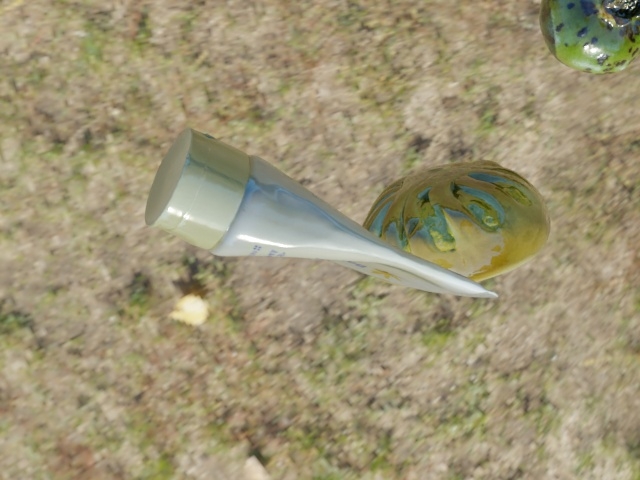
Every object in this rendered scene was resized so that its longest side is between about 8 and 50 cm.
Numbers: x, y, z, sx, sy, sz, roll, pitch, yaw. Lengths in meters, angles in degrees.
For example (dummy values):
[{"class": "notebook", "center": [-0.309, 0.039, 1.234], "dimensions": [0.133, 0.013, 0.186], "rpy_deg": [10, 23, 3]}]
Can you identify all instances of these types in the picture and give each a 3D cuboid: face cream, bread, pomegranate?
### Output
[{"class": "face cream", "center": [0.000, 0.000, 0.942], "dimensions": [0.224, 0.114, 0.070], "rpy_deg": [23, 84, -20]}, {"class": "bread", "center": [0.130, -0.022, 1.430], "dimensions": [0.213, 0.213, 0.105], "rpy_deg": [-7, 108, 28]}, {"class": "pomegranate", "center": [0.289, -0.232, 1.446], "dimensions": [0.122, 0.161, 0.122], "rpy_deg": [1, 83, -12]}]
